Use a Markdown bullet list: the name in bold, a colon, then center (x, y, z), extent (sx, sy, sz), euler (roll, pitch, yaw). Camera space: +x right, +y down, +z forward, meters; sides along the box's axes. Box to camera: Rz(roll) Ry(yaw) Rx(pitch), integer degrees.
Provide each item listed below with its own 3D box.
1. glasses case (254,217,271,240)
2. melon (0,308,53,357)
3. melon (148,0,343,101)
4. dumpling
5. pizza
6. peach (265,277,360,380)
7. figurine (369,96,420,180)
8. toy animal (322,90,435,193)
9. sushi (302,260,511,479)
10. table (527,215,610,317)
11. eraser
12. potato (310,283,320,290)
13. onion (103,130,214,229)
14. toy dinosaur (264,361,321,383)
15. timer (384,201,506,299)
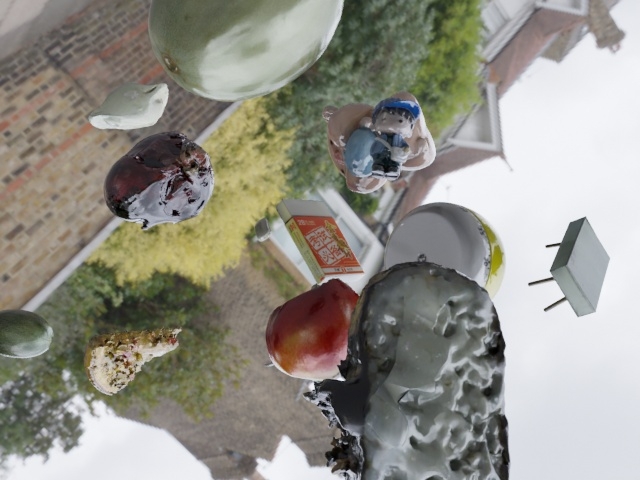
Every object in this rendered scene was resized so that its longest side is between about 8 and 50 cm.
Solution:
- **glasses case**: center (-0.123, -0.024, 1.454), extent (0.032, 0.021, 0.083), euler (-35, -154, 6)
- **melon**: center (-0.716, 0.219, 1.605), extent (0.114, 0.167, 0.114), euler (-171, -90, -88)
- **melon**: center (-0.102, -0.342, 0.987), extent (0.308, 0.272, 0.272), euler (-37, -164, 9)
- **dumpling**: center (-0.568, -0.388, 2.066), extent (0.252, 0.131, 0.179), euler (-30, 169, -12)
- **pizza**: center (-0.555, 0.355, 1.980), extent (0.288, 0.074, 0.251), euler (-2, 136, -38)
- **peach**: center (-0.006, 0.165, 1.278), extent (0.190, 0.190, 0.192), euler (-12, -117, 58)
- **figurine**: center (0.125, -0.177, 1.171), extent (0.086, 0.087, 0.149), euler (5, -106, 13)
- **toy animal**: center (0.132, -0.226, 1.511), extent (0.221, 0.210, 0.229), euler (-23, -166, -5)
- **sushi**: center (0.096, 0.194, 0.832), extent (0.207, 0.234, 0.348), euler (160, -66, -78)
- **table**: center (0.543, 0.064, 1.501), extent (0.111, 0.121, 0.240), euler (-27, -170, 38)
- **eraser**: center (0.000, 0.000, 1.649), extent (0.157, 0.230, 0.038), euler (-1, 144, -50)
- **potato**: center (-0.020, 0.300, 1.991), extent (0.255, 0.269, 0.112), euler (-34, 172, -46)
- **onion**: center (-0.390, -0.144, 1.651), extent (0.281, 0.221, 0.281), euler (-18, -175, 2)
- **toy dinosaur**: center (-0.045, 0.271, 1.539), extent (0.242, 0.167, 0.053), euler (3, -120, 32)
- **timer**: center (0.308, 0.051, 1.542), extent (0.285, 0.285, 0.285), euler (-36, -163, 12)
